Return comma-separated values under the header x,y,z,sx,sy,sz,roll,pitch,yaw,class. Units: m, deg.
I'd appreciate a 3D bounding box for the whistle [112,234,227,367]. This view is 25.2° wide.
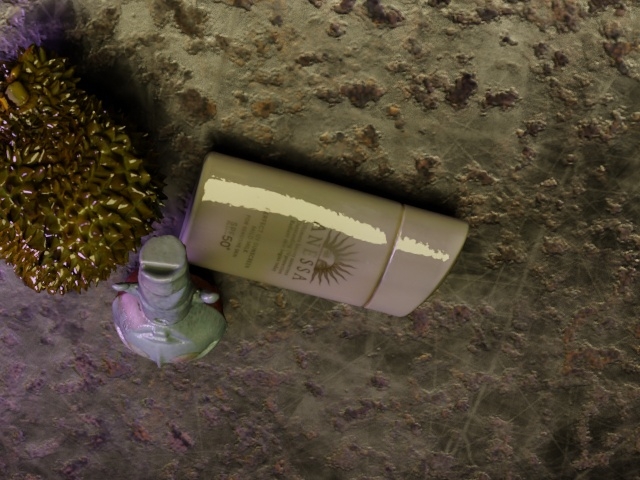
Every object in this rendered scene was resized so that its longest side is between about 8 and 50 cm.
x,y,z,sx,sy,sz,roll,pitch,yaw,class
-0.192,0.073,1.798,0.142,0.133,0.346,31,161,7,whistle

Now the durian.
x,y,z,sx,sy,sz,roll,pitch,yaw,class
-0.318,-0.083,1.703,0.258,0.258,0.293,-27,105,15,durian

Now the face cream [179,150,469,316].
x,y,z,sx,sy,sz,roll,pitch,yaw,class
0.000,0.000,1.840,0.349,0.081,0.173,15,127,-9,face cream
